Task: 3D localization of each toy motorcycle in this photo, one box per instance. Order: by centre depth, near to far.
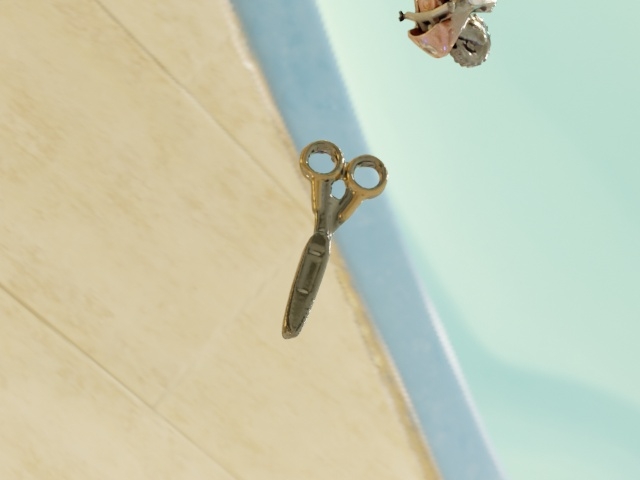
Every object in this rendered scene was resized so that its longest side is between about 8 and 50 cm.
[{"bbox_3d":[0.142,-0.301,1.767,0.118,0.084,0.212,-19,100,-39],"label":"toy motorcycle"}]

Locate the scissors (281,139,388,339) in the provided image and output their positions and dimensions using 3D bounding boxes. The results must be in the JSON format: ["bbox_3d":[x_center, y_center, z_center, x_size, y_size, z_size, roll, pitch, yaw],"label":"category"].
[{"bbox_3d":[0.000,0.000,1.410,0.088,0.017,0.220,19,56,-1],"label":"scissors"}]
